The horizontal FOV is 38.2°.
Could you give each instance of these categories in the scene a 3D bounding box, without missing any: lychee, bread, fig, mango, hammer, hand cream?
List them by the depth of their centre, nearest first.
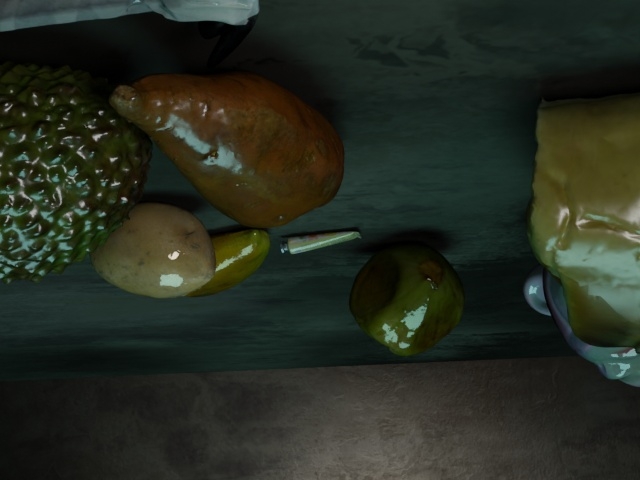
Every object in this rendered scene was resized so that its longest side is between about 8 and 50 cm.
[{"bbox_3d":[-0.243,-0.132,0.543,0.426,0.044,0.152,-4,167,9],"label":"hammer"},{"bbox_3d":[-0.198,-0.053,0.644,0.171,0.171,0.171,-3,166,-1],"label":"lychee"},{"bbox_3d":[0.352,-0.008,0.795,0.341,0.210,0.300,-3,170,13],"label":"bread"},{"bbox_3d":[-0.127,0.027,1.166,0.101,0.066,0.187,10,153,-44],"label":"mango"},{"bbox_3d":[0.000,0.000,1.166,0.102,0.022,0.035,-10,165,7],"label":"hand cream"},{"bbox_3d":[0.118,0.072,1.224,0.154,0.144,0.166,12,146,2],"label":"fig"}]

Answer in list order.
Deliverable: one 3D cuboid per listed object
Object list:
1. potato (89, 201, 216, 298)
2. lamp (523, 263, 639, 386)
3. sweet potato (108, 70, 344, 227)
[{"bbox_3d":[-0.183,0.011,1.005,0.146,0.112,0.112,-2,168,26],"label":"potato"},{"bbox_3d":[0.406,0.073,1.054,0.247,0.301,0.247,-40,170,-37],"label":"lamp"},{"bbox_3d":[-0.042,-0.064,0.713,0.112,0.112,0.359,-9,169,24],"label":"sweet potato"}]
